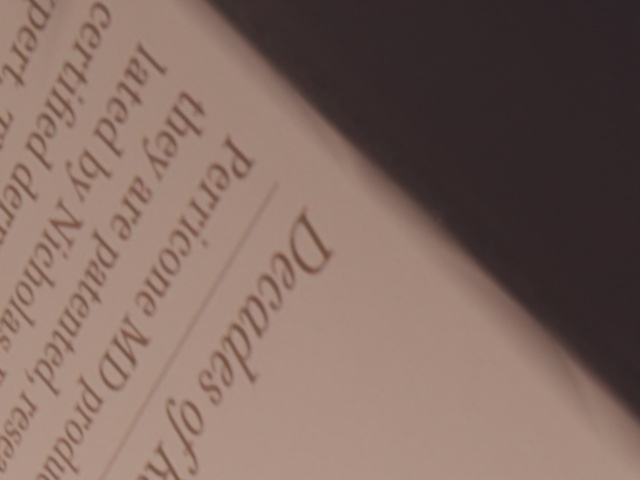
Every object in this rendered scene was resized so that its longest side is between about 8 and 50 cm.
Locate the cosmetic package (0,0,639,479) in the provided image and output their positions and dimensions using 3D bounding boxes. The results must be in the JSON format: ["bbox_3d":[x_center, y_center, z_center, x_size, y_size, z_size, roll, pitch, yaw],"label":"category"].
[{"bbox_3d":[0.000,0.000,0.653,0.329,0.394,0.327,-22,151,-48],"label":"cosmetic package"}]
